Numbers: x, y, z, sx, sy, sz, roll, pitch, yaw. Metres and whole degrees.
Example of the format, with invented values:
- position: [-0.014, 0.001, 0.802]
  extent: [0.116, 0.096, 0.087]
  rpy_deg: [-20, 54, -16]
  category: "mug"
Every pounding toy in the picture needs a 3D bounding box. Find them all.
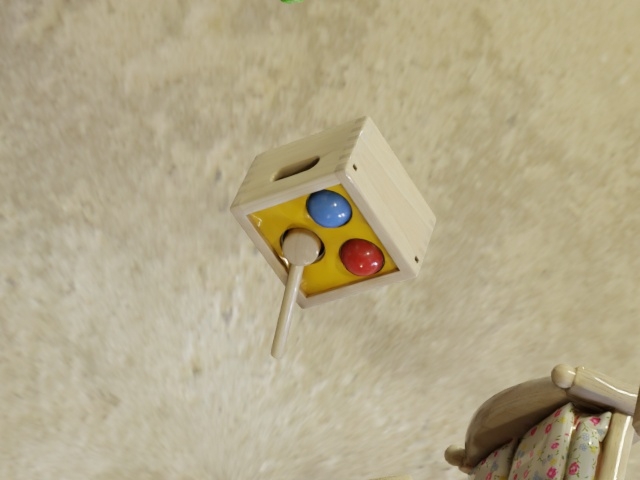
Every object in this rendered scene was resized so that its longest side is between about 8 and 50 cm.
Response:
- position: [0.000, 0.000, 1.323]
  extent: [0.141, 0.100, 0.130]
  rpy_deg: [-18, 121, 31]
  category: "pounding toy"

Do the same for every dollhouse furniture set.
- position: [0.017, 0.206, 0.796]
  extent: [0.174, 0.355, 0.303]
  rpy_deg: [24, 58, -10]
  category: "dollhouse furniture set"

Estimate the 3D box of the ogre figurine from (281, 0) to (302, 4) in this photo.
- position: [-0.015, -0.335, 1.620]
  extent: [0.118, 0.197, 0.097]
  rpy_deg: [38, 40, 20]
  category: "ogre figurine"
